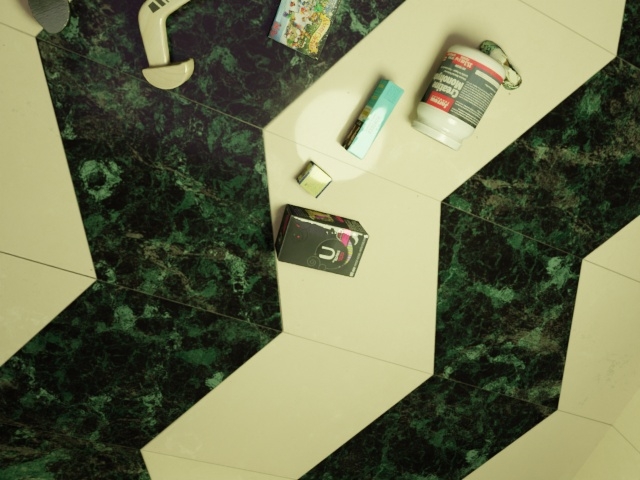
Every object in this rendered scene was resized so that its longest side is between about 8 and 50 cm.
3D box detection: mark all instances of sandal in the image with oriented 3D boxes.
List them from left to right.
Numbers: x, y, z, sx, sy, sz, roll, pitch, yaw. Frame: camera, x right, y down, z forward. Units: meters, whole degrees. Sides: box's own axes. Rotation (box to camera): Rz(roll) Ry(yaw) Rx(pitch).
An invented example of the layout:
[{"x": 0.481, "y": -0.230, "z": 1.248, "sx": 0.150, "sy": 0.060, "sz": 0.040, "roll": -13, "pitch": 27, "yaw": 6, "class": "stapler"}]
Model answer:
[{"x": -0.731, "y": -0.676, "z": 1.266, "sx": 0.097, "sy": 0.054, "sz": 0.254, "roll": -19, "pitch": 104, "yaw": -10, "class": "sandal"}]

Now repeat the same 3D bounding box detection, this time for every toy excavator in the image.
[{"x": -0.379, "y": -0.687, "z": 1.258, "sx": 0.445, "sy": 0.222, "sz": 0.433, "roll": -28, "pitch": 114, "yaw": 17, "class": "toy excavator"}]

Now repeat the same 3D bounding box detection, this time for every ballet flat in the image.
[{"x": 0.578, "y": -0.555, "z": 1.527, "sx": 0.188, "sy": 0.070, "sz": 0.070, "roll": 40, "pitch": 100, "yaw": -21, "class": "ballet flat"}]

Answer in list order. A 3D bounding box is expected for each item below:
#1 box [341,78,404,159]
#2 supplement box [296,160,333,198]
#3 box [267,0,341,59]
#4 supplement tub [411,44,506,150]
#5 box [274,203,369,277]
[{"x": 0.160, "y": -0.378, "z": 1.505, "sx": 0.060, "sy": 0.100, "sz": 0.244, "roll": 28, "pitch": 104, "yaw": -17, "class": "box"}, {"x": -0.021, "y": -0.198, "z": 1.568, "sx": 0.083, "sy": 0.056, "sz": 0.083, "roll": 38, "pitch": 101, "yaw": -21, "class": "supplement box"}, {"x": -0.036, "y": -0.666, "z": 1.387, "sx": 0.159, "sy": 0.044, "sz": 0.233, "roll": 19, "pitch": 107, "yaw": -16, "class": "box"}, {"x": 0.418, "y": -0.434, "z": 1.478, "sx": 0.191, "sy": 0.191, "sz": 0.272, "roll": 23, "pitch": 105, "yaw": -17, "class": "supplement tub"}, {"x": 0.000, "y": 0.000, "z": 1.604, "sx": 0.270, "sy": 0.143, "sz": 0.165, "roll": 13, "pitch": 108, "yaw": -14, "class": "box"}]
